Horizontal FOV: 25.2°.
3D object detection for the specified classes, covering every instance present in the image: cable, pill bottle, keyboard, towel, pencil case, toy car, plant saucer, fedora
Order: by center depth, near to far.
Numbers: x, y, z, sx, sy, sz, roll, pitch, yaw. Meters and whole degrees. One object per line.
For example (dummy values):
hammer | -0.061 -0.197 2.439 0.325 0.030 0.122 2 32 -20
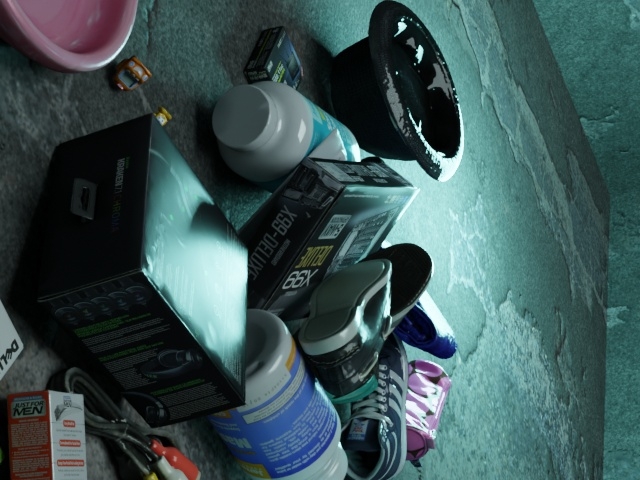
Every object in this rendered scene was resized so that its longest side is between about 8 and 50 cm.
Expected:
plant saucer | -0.322 -0.347 1.603 0.332 0.084 0.332 -9 90 -68
cable | -0.211 0.231 1.671 0.139 0.072 0.287 -79 150 -50
toy car | -0.223 -0.181 1.814 0.040 0.060 0.122 -50 128 -19
pill bottle | -0.064 0.233 1.911 0.152 0.152 0.272 -75 147 -44
keyboard | -0.054 -0.050 2.005 0.256 0.014 0.072 -48 146 -14
pill bottle | -0.055 -0.142 2.069 0.264 0.146 0.146 27 57 -63
towel | 0.130 0.098 2.353 0.227 0.076 0.308 58 6 14
fedora | 0.121 -0.247 2.499 0.334 0.153 0.334 37 46 -51
pencil case | 0.171 0.295 2.501 0.209 0.098 0.095 -66 141 -53

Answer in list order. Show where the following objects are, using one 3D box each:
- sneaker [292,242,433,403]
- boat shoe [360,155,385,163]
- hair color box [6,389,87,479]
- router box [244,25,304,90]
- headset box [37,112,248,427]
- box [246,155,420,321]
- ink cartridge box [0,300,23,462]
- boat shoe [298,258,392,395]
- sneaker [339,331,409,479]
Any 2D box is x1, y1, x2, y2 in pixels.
sneaker | 0.065 0.141 2.162 0.124 0.295 0.178 45 -5 21
boat shoe | 0.059 -0.102 2.398 0.233 0.084 0.079 -47 129 -59
hair color box | -0.285 0.244 1.502 0.093 0.053 0.167 34 51 -74
router box | -0.070 -0.261 2.212 0.122 0.038 0.092 -72 144 -47
headset box | -0.199 0.032 1.644 0.283 0.131 0.246 58 22 -45
box | 0.000 0.000 2.057 0.242 0.076 0.307 -56 162 14
ink cartridge box | -0.353 0.157 1.337 0.188 0.097 0.255 -64 139 -54
boat shoe | 0.042 0.114 1.964 0.091 0.114 0.302 70 24 -16
sneaker | 0.076 0.255 2.295 0.153 0.099 0.282 -4 89 -69
